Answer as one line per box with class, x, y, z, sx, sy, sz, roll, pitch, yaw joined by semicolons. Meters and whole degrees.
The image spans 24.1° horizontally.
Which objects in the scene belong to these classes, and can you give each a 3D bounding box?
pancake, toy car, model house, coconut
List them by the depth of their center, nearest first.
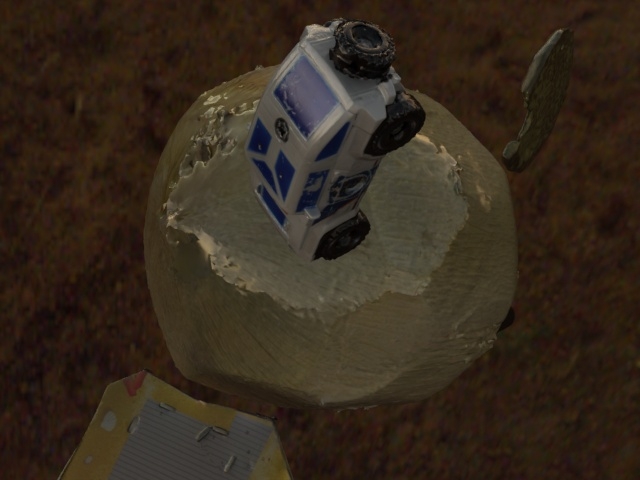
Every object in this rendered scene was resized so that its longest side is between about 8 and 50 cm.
toy car;0.001;-0.061;0.885;0.070;0.170;0.080;-19;61;-31
model house;-0.121;0.251;1.346;0.207;0.136;0.219;19;77;19
coconut;0.000;0.000;1.425;0.360;0.346;0.346;5;45;-51
pancake;0.326;-0.205;2.201;0.029;0.235;0.212;24;29;20

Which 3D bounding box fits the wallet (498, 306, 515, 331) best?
wallet;0.121;0.091;1.789;0.182;0.229;0.049;-32;56;13
